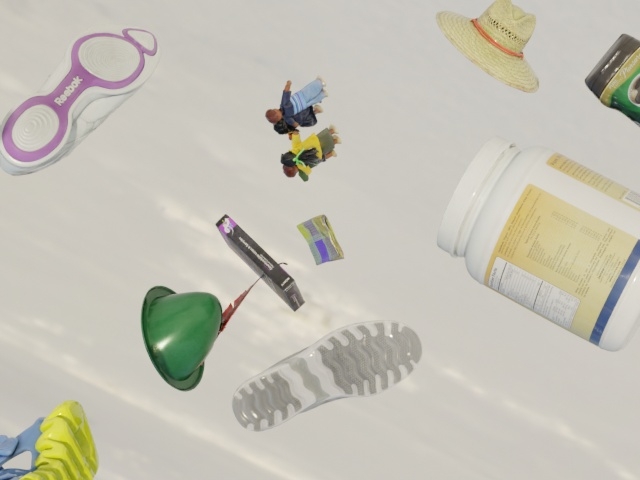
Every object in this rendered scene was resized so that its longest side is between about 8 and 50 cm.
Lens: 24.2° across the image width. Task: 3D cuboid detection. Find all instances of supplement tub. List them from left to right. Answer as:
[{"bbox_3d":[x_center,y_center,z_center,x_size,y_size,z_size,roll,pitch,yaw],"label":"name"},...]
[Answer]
[{"bbox_3d":[0.354,-0.001,2.204,0.316,0.228,0.228,29,167,15],"label":"supplement tub"}]

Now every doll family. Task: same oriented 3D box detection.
[{"bbox_3d":[-0.032,-0.172,2.343,0.076,0.111,0.193,29,143,55],"label":"doll family"}]

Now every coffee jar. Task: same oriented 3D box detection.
[{"bbox_3d":[0.433,-0.179,1.911,0.184,0.096,0.079,42,-170,16],"label":"coffee jar"}]

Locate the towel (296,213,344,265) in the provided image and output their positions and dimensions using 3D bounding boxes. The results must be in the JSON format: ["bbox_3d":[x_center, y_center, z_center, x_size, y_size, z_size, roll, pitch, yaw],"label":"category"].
[{"bbox_3d":[0.000,0.000,1.826,0.060,0.009,0.083,64,156,-5],"label":"towel"}]

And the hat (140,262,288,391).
[{"bbox_3d":[-0.168,0.120,2.407,0.183,0.208,0.173,-21,145,24],"label":"hat"}]

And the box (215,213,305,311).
[{"bbox_3d":[-0.094,0.037,2.359,0.162,0.029,0.116,42,171,19],"label":"box"}]

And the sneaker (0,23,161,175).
[{"bbox_3d":[-0.363,-0.208,2.184,0.114,0.305,0.152,47,156,-1],"label":"sneaker"}]

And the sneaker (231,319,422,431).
[{"bbox_3d":[0.006,0.179,2.120,0.115,0.281,0.105,-113,5,-86],"label":"sneaker"}]

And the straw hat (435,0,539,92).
[{"bbox_3d":[0.194,-0.223,1.573,0.144,0.061,0.144,30,-154,-16],"label":"straw hat"}]

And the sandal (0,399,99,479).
[{"bbox_3d":[-0.349,0.303,1.710,0.317,0.138,0.126,-78,-29,-71],"label":"sandal"}]
